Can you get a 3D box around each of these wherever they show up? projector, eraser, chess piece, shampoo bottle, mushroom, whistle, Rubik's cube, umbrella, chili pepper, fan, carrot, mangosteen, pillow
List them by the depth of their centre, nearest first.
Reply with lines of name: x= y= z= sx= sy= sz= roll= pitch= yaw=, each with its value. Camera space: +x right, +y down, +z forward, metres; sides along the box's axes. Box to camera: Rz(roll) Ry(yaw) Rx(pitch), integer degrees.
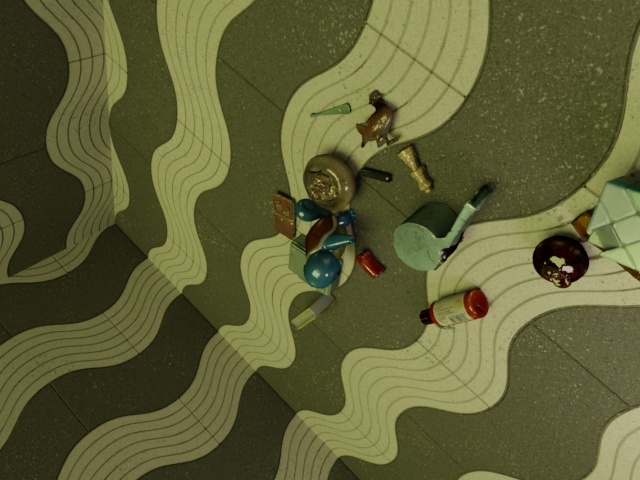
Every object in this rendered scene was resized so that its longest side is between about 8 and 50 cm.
Rubik's cube: x=0.791 y=-0.048 z=1.117 sx=0.265 sy=0.213 sz=0.224 roll=33 pitch=125 yaw=39
carrot: x=0.802 y=0.024 z=1.266 sx=0.260 sy=0.070 sz=0.070 roll=43 pitch=141 yaw=9
mangosteen: x=0.687 y=0.064 z=1.346 sx=0.152 sy=0.152 sz=0.152 roll=26 pitch=135 yaw=30
whistle: x=0.409 y=-0.030 z=1.540 sx=0.404 sy=0.168 sz=0.188 roll=-22 pitch=101 yaw=51
chess piece: x=0.323 y=-0.234 z=1.564 sx=0.060 sy=0.060 sz=0.172 roll=-24 pitch=103 yaw=51
umbrella: x=0.201 y=-0.237 z=1.703 sx=0.133 sy=0.031 sz=0.036 roll=22 pitch=131 yaw=34
fan: x=0.034 y=-0.470 z=1.707 sx=0.193 sy=0.016 sz=0.038 roll=4 pitch=119 yaw=43
shampoo bottle: x=0.483 y=0.263 z=1.742 sx=0.104 sy=0.104 sz=0.278 roll=55 pitch=142 yaw=-3
mushroom: x=0.027 y=-0.215 z=1.781 sx=0.226 sy=0.178 sz=0.226 roll=24 pitch=140 yaw=21
chili pepper: x=0.204 y=0.097 z=1.930 sx=0.123 sy=0.073 sz=0.070 roll=49 pitch=175 yaw=10
projector: x=-0.032 y=0.117 z=2.161 sx=0.256 sy=0.099 sz=0.192 roll=33 pitch=139 yaw=24
pillow: x=-0.168 y=-0.112 z=2.167 sx=0.126 sy=0.043 sz=0.233 roll=28 pitch=137 yaw=27
eraser: x=-0.036 y=0.344 z=2.292 sx=0.069 sy=0.158 sz=0.226 roll=52 pitch=143 yaw=4

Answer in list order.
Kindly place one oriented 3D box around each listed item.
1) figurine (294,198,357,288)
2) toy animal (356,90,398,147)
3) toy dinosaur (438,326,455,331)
figurine: x=0.034 y=-0.002 z=1.882 sx=0.298 sy=0.243 sz=0.416 roll=126 pitch=143 yaw=-46
toy animal: x=0.177 y=-0.393 z=1.575 sx=0.188 sy=0.089 sz=0.179 roll=-32 pitch=77 yaw=52
toy dinosaur: x=0.494 y=0.348 z=1.865 sx=0.083 sy=0.021 sz=0.062 roll=47 pitch=149 yaw=13
